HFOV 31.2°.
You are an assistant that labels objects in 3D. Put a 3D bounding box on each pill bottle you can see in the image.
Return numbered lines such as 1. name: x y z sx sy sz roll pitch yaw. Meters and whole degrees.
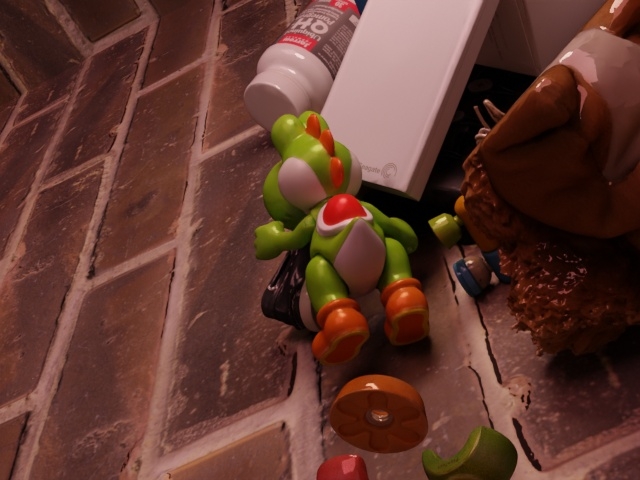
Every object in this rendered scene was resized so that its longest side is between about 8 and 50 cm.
1. pill bottle: -0.021 -0.359 2.350 0.176 0.176 0.318 -6 37 42

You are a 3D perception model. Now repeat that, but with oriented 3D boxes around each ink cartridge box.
1. ink cartridge box: 0.279 -0.433 1.864 0.285 0.166 0.395 -41 38 -22

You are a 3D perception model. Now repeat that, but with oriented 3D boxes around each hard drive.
1. hard drive: 0.120 -0.249 1.700 0.233 0.047 0.353 19 86 46

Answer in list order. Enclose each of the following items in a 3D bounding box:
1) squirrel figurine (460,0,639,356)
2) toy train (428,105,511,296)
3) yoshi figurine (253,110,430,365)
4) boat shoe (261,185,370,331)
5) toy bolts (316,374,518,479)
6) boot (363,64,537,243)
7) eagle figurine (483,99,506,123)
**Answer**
1. squirrel figurine: 0.354 -0.031 1.256 0.281 0.370 0.397 -47 -3 -38
2. toy train: 0.201 -0.045 1.496 0.143 0.248 0.105 -32 26 10
3. yoshi figurine: 0.016 -0.004 1.593 0.203 0.204 0.362 -34 61 26
4. boat shoe: 0.001 0.003 1.760 0.113 0.127 0.340 -1 47 27
5. toy bolts: 0.062 0.276 1.171 0.228 0.218 0.158 -36 26 36
6. boot: 0.211 -0.179 1.853 0.367 0.146 0.445 -2 43 48
7. eagle figurine: 0.400 -0.147 1.505 0.298 0.226 0.225 -27 59 48
